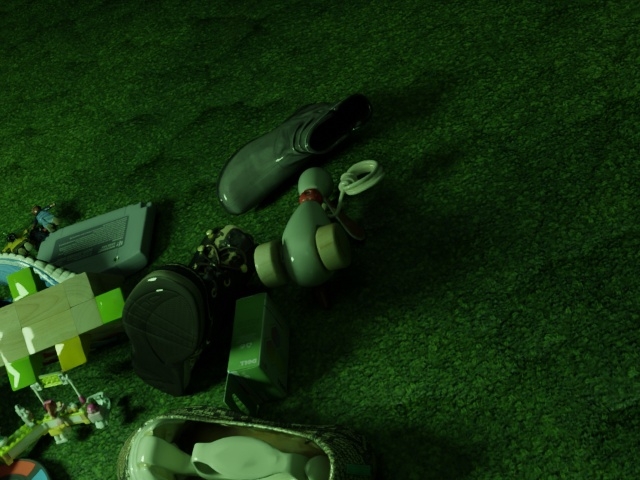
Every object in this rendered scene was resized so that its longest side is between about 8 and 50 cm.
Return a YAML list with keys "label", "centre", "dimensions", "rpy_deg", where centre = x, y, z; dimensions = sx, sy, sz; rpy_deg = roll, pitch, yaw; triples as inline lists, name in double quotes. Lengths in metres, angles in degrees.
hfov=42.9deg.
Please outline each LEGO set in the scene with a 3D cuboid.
- label: "LEGO set"
  centre: [-0.529, 0.327, 1.491]
  dimensions: [0.287, 0.107, 0.132]
  rpy_deg: [-24, 25, -3]

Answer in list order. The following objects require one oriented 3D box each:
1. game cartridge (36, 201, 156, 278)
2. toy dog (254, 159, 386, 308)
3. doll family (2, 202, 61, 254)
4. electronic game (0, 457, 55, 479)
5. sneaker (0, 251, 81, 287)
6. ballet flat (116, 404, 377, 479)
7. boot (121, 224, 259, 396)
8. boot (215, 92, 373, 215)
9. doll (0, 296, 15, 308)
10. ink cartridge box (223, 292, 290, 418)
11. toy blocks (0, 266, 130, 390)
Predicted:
- label: "game cartridge"
  centre: [-0.511, 0.028, 1.833]
  dimensions: [0.294, 0.060, 0.196]
  rpy_deg: [-17, 41, 16]
- label: "toy dog"
  centre: [0.000, 0.000, 1.529]
  dimensions: [0.220, 0.161, 0.333]
  rpy_deg: [-1, 35, 33]
- label: "doll family"
  centre: [-0.702, -0.011, 1.968]
  dimensions: [0.193, 0.076, 0.111]
  rpy_deg: [-41, 39, -18]
- label: "electronic game"
  centre: [-0.564, 0.491, 1.430]
  dimensions: [0.229, 0.048, 0.229]
  rpy_deg: [-16, 45, 17]
- label: "sneaker"
  centre: [-0.572, 0.120, 1.693]
  dimensions: [0.330, 0.130, 0.147]
  rpy_deg: [17, 81, 21]
- label: "ballet flat"
  centre: [-0.158, 0.330, 1.239]
  dimensions: [0.483, 0.182, 0.164]
  rpy_deg: [-5, 71, 26]
- label: "boot"
  centre: [-0.209, 0.083, 1.418]
  dimensions: [0.138, 0.377, 0.284]
  rpy_deg: [25, 54, 8]
- label: "boot"
  centre: [-0.062, -0.186, 1.671]
  dimensions: [0.338, 0.118, 0.223]
  rpy_deg: [-48, 20, -15]
- label: "doll"
  centre: [-0.723, 0.174, 1.817]
  dimensions: [0.129, 0.046, 0.189]
  rpy_deg: [-34, 38, -25]
- label: "ink cartridge box"
  centre: [-0.104, 0.206, 1.390]
  dimensions: [0.062, 0.109, 0.209]
  rpy_deg: [-15, 44, 18]
- label: "toy blocks"
  centre: [-0.480, 0.160, 1.504]
  dimensions: [0.381, 0.261, 0.190]
  rpy_deg: [-22, 81, 9]
